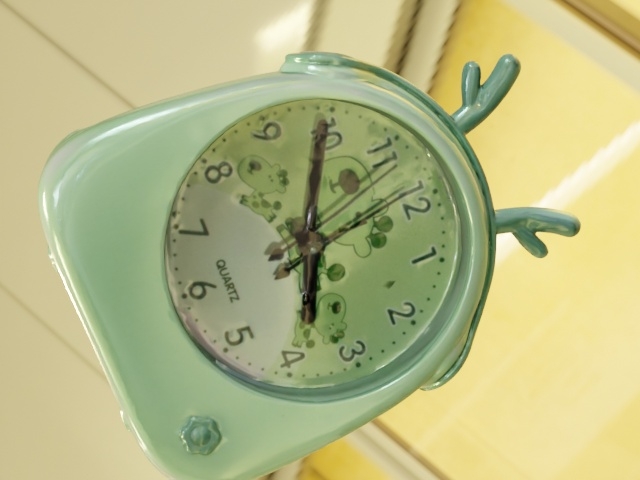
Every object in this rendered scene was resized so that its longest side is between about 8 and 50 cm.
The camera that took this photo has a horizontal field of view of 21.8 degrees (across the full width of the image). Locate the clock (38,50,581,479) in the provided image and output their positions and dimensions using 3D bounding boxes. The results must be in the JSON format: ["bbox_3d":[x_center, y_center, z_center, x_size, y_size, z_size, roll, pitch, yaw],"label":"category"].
[{"bbox_3d":[0.000,0.000,0.691,0.211,0.159,0.066,-21,13,-5],"label":"clock"}]
